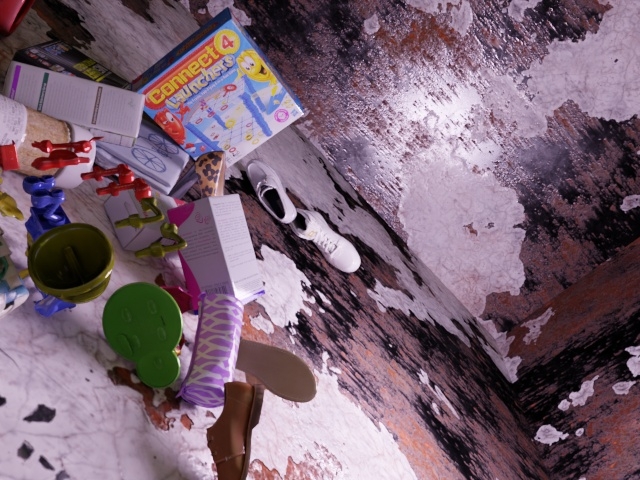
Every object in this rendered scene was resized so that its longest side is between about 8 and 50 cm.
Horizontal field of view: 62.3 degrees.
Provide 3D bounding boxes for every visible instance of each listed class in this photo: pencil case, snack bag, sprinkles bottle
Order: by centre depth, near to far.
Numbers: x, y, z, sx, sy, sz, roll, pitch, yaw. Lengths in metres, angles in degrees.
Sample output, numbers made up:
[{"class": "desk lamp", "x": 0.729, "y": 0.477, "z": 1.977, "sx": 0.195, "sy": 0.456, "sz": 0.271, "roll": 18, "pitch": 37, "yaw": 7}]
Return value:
[{"class": "sprinkles bottle", "x": -0.550, "y": -0.189, "z": 0.852, "sx": 0.355, "sy": 0.121, "sz": 0.121, "roll": 22, "pitch": 31, "yaw": -55}, {"class": "pencil case", "x": -0.187, "y": 0.185, "z": 0.923, "sx": 0.088, "sy": 0.086, "sz": 0.206, "roll": 32, "pitch": 38, "yaw": -30}, {"class": "snack bag", "x": -0.473, "y": -0.252, "z": 1.237, "sx": 0.342, "sy": 0.037, "sz": 0.323, "roll": 32, "pitch": 18, "yaw": -18}]

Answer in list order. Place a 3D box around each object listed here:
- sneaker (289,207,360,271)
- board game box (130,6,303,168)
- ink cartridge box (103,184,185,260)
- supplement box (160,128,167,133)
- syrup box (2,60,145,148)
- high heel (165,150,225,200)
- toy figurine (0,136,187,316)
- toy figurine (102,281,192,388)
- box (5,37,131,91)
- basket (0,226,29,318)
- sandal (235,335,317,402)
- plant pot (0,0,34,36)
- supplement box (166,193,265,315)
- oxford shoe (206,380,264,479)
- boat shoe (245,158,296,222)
[{"class": "sneaker", "x": 0.000, "y": 0.000, "z": 1.829, "sx": 0.292, "sy": 0.108, "sz": 0.169, "roll": 45, "pitch": 16, "yaw": 24}, {"class": "board game box", "x": -0.252, "y": -0.356, "z": 1.328, "sx": 0.302, "sy": 0.308, "sz": 0.086, "roll": 46, "pitch": 17, "yaw": -40}, {"class": "ink cartridge box", "x": -0.344, "y": -0.036, "z": 1.105, "sx": 0.175, "sy": 0.072, "sz": 0.127, "roll": 20, "pitch": 33, "yaw": -59}, {"class": "supplement box", "x": -0.401, "y": -0.319, "z": 1.519, "sx": 0.081, "sy": 0.104, "sz": 0.188, "roll": 42, "pitch": 18, "yaw": -23}, {"class": "syrup box", "x": -0.474, "y": -0.259, "z": 1.031, "sx": 0.237, "sy": 0.096, "sz": 0.093, "roll": 11, "pitch": -9, "yaw": -22}, {"class": "high heel", "x": -0.227, "y": -0.089, "z": 1.310, "sx": 0.261, "sy": 0.186, "sz": 0.093, "roll": 42, "pitch": 18, "yaw": -19}, {"class": "toy figurine", "x": -0.340, "y": 0.022, "z": 0.756, "sx": 0.191, "sy": 0.217, "sz": 0.362, "roll": -18, "pitch": 44, "yaw": -36}, {"class": "toy figurine", "x": -0.262, "y": 0.141, "z": 0.899, "sx": 0.159, "sy": 0.130, "sz": 0.173, "roll": -45, "pitch": 115, "yaw": -82}, {"class": "box", "x": -0.546, "y": -0.359, "z": 1.205, "sx": 0.216, "sy": 0.060, "sz": 0.270, "roll": 30, "pitch": 19, "yaw": -19}, {"class": "basket", "x": -0.463, "y": -0.003, "z": 0.533, "sx": 0.289, "sy": 0.201, "sz": 0.255, "roll": 55, "pitch": 17, "yaw": -11}, {"class": "sandal", "x": -0.122, "y": 0.247, "z": 1.045, "sx": 0.240, "sy": 0.079, "sz": 0.088, "roll": 28, "pitch": 64, "yaw": -11}, {"class": "plant pot", "x": -0.724, "y": -0.581, "z": 1.164, "sx": 0.174, "sy": 0.191, "sz": 0.191, "roll": 34, "pitch": 22, "yaw": -29}, {"class": "supplement box", "x": -0.211, "y": 0.026, "z": 1.076, "sx": 0.114, "sy": 0.111, "sz": 0.220, "roll": -21, "pitch": 97, "yaw": -63}, {"class": "oxford shoe", "x": -0.141, "y": 0.318, "z": 0.799, "sx": 0.076, "sy": 0.076, "sz": 0.212, "roll": 16, "pitch": 55, "yaw": -13}, {"class": "boat shoe", "x": -0.173, "y": -0.172, "z": 1.774, "sx": 0.258, "sy": 0.095, "sz": 0.084, "roll": 51, "pitch": 13, "yaw": 11}]
